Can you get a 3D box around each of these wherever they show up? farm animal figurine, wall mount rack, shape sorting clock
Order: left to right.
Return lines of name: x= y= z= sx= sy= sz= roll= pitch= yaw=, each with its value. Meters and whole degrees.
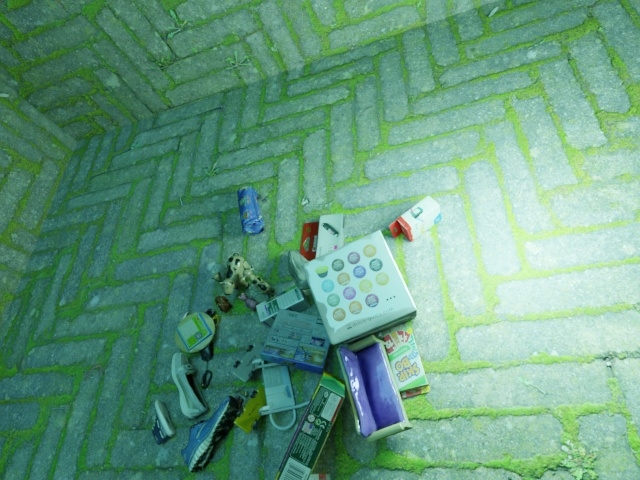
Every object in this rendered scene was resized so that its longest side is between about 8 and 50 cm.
shape sorting clock: x=-0.627 y=0.459 z=2.002 sx=0.206 sy=0.040 sz=0.206 roll=-6 pitch=60 yaw=11
farm animal figurine: x=-0.418 y=0.204 z=2.027 sx=0.330 sy=0.172 sz=0.326 roll=-22 pitch=55 yaw=11
wall mount rack: x=-0.127 y=0.601 z=1.707 sx=0.304 sy=0.130 sz=0.350 roll=-6 pitch=55 yaw=-16

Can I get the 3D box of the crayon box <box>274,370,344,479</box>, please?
crayon box: x=-0.027 y=0.684 z=1.454 sx=0.106 sy=0.313 sz=0.362 roll=25 pitch=82 yaw=9

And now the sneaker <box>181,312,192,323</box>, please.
sneaker: x=-0.674 y=0.463 z=2.063 sx=0.077 sy=0.072 sz=0.178 roll=-1 pitch=69 yaw=9

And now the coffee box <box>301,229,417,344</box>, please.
coffee box: x=0.169 y=0.206 z=1.625 sx=0.338 sy=0.338 sz=0.334 roll=-24 pitch=71 yaw=8

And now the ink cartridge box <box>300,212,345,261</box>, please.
ink cartridge box: x=0.000 y=0.000 z=2.037 sx=0.239 sy=0.060 sz=0.275 roll=-5 pitch=60 yaw=19

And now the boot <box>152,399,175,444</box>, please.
boot: x=-0.754 y=0.845 z=1.862 sx=0.086 sy=0.069 sz=0.190 roll=-38 pitch=56 yaw=-5

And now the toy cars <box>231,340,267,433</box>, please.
toy cars: x=-0.303 y=0.647 z=1.770 sx=0.177 sy=0.087 sz=0.393 roll=1 pitch=53 yaw=-17

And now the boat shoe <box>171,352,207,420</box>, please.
boat shoe: x=-0.617 y=0.670 z=1.884 sx=0.103 sy=0.118 sz=0.320 roll=-26 pitch=58 yaw=0

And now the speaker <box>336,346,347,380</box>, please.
speaker: x=0.110 y=0.520 z=1.688 sx=0.055 sy=0.055 sz=0.136 roll=-24 pitch=55 yaw=9

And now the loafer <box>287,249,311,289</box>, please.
loafer: x=-0.087 y=0.137 z=1.934 sx=0.112 sy=0.112 sz=0.319 roll=-4 pitch=28 yaw=-17

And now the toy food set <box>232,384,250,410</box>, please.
toy food set: x=-0.349 y=0.720 z=1.794 sx=0.078 sy=0.019 sz=0.122 roll=-30 pitch=62 yaw=5

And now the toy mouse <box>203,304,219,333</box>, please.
toy mouse: x=-0.580 y=0.410 z=2.065 sx=0.143 sy=0.031 sz=0.161 roll=-5 pitch=60 yaw=20

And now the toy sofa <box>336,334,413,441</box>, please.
toy sofa: x=0.203 y=0.559 z=1.535 sx=0.150 sy=0.177 sz=0.362 roll=-31 pitch=52 yaw=21

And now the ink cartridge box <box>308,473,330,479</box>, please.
ink cartridge box: x=-0.031 y=0.937 z=1.504 sx=0.135 sy=0.056 sz=0.099 roll=-13 pitch=57 yaw=16

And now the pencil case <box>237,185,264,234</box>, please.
pencil case: x=-0.397 y=-0.173 z=2.269 sx=0.133 sy=0.119 sz=0.306 roll=-38 pitch=50 yaw=29

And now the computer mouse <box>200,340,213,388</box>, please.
computer mouse: x=-0.561 y=0.593 z=1.945 sx=0.071 sy=0.041 sz=0.242 roll=-16 pitch=57 yaw=14

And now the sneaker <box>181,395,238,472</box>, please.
sneaker: x=-0.491 y=0.815 z=1.732 sx=0.147 sy=0.129 sz=0.330 roll=28 pitch=75 yaw=31

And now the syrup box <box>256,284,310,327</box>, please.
syrup box: x=-0.179 y=0.314 z=1.908 sx=0.237 sy=0.096 sz=0.093 roll=-28 pitch=53 yaw=5

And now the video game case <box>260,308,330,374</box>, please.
video game case: x=-0.089 y=0.431 z=1.732 sx=0.270 sy=0.061 sz=0.244 roll=10 pitch=42 yaw=11

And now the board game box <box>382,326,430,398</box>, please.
board game box: x=0.345 y=0.491 z=1.618 sx=0.124 sy=0.039 sz=0.259 roll=-20 pitch=58 yaw=13

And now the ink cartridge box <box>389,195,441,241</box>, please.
ink cartridge box: x=0.440 y=-0.085 z=1.848 sx=0.231 sy=0.134 sz=0.078 roll=-37 pitch=55 yaw=0
